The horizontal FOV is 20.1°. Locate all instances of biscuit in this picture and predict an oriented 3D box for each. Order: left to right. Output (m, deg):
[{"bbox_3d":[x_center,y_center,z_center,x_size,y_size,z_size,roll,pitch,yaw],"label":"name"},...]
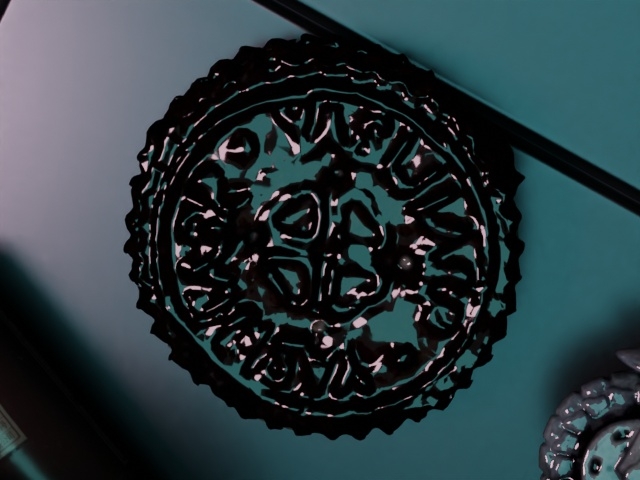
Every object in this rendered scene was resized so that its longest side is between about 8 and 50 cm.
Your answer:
[{"bbox_3d":[0.000,0.000,0.837,0.194,0.053,0.194,2,101,8],"label":"biscuit"}]

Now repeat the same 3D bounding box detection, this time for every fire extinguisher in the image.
[{"bbox_3d":[-0.177,0.075,0.874,0.231,0.071,0.099,49,130,-1],"label":"fire extinguisher"}]

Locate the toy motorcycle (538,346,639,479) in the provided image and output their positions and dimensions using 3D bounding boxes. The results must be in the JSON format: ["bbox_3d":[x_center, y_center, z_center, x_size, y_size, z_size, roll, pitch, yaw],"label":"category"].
[{"bbox_3d":[0.255,0.080,0.790,0.307,0.108,0.173,9,96,4],"label":"toy motorcycle"}]
